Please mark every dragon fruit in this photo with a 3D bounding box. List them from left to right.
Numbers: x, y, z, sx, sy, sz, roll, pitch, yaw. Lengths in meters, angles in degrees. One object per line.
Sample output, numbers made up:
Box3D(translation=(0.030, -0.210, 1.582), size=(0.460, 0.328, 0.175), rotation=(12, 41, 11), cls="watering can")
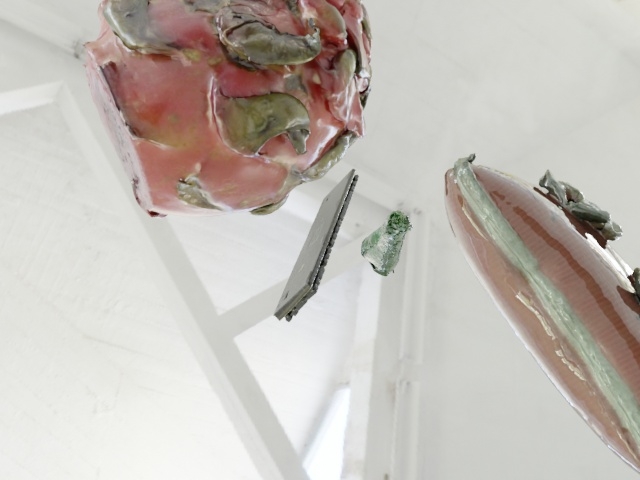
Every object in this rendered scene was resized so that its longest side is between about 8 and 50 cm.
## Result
Box3D(translation=(-0.072, -0.151, 0.639), size=(0.291, 0.269, 0.250), rotation=(-27, -112, -22), cls="dragon fruit")

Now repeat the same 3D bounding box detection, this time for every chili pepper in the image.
Box3D(translation=(0.129, 0.000, 1.137), size=(0.059, 0.227, 0.088), rotation=(-33, -99, -15), cls="chili pepper")

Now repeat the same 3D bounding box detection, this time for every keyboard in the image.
Box3D(translation=(0.000, 0.000, 1.016), size=(0.027, 0.106, 0.317), rotation=(35, -141, -11), cls="keyboard")

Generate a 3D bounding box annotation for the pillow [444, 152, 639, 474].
Box3D(translation=(0.148, 0.031, 0.356), size=(0.179, 0.075, 0.171), rotation=(57, -158, 15), cls="pillow")
